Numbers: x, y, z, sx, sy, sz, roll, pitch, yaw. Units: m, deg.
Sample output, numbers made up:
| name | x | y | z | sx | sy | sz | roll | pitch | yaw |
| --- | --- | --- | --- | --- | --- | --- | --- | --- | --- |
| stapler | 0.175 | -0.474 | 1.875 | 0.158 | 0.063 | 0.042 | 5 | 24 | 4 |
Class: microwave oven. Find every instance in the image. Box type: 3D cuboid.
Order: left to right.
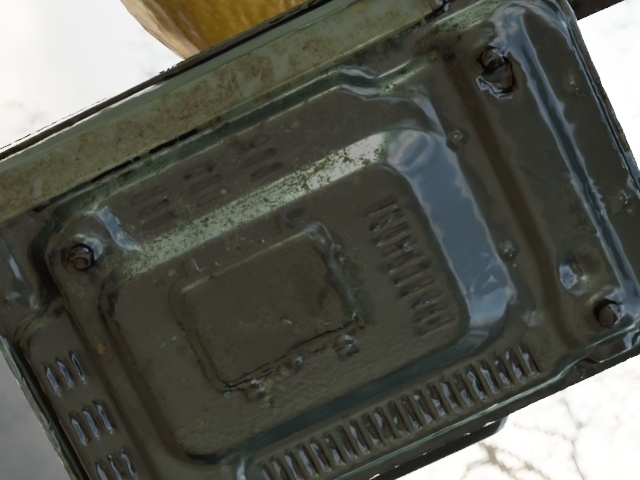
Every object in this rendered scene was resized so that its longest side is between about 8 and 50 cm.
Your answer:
| name | x | y | z | sx | sy | sz | roll | pitch | yaw |
| --- | --- | --- | --- | --- | --- | --- | --- | --- | --- |
| microwave oven | 0.000 | 0.000 | 0.541 | 0.163 | 0.205 | 0.129 | 63 | 4 | -9 |

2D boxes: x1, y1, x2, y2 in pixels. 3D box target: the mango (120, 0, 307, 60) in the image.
| name | x | y | z | sx | sy | sz | roll | pitch | yaw |
| --- | --- | --- | --- | --- | --- | --- | --- | --- | --- |
| mango | -0.055 | -0.209 | 0.840 | 0.120 | 0.177 | 0.295 | 37 | -22 | 43 |

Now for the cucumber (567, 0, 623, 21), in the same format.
| name | x | y | z | sx | sy | sz | roll | pitch | yaw |
| --- | --- | --- | --- | --- | --- | --- | --- | --- | --- |
| cucumber | 0.100 | -0.117 | 0.719 | 0.046 | 0.220 | 0.070 | 66 | 20 | -13 |
